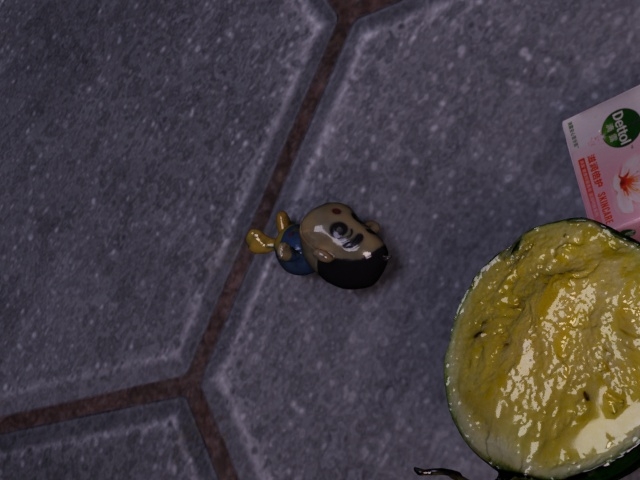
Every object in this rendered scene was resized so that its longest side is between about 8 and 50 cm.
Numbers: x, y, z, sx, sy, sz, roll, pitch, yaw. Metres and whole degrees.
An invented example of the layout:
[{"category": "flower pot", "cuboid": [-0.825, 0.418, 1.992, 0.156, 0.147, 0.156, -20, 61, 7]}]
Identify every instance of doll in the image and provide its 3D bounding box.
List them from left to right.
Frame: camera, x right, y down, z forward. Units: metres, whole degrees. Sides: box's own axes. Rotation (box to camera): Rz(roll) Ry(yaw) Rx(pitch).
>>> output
[{"category": "doll", "cuboid": [0.000, 0.000, 1.161, 0.179, 0.102, 0.089, 15, 125, 38]}]

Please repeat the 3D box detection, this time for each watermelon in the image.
[{"category": "watermelon", "cuboid": [0.207, 0.105, 0.909, 0.204, 0.127, 0.232, 6, 74, 41]}]

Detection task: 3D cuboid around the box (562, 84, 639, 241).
[{"category": "box", "cuboid": [0.270, -0.064, 0.985, 0.089, 0.043, 0.125, -27, 57, 29]}]
